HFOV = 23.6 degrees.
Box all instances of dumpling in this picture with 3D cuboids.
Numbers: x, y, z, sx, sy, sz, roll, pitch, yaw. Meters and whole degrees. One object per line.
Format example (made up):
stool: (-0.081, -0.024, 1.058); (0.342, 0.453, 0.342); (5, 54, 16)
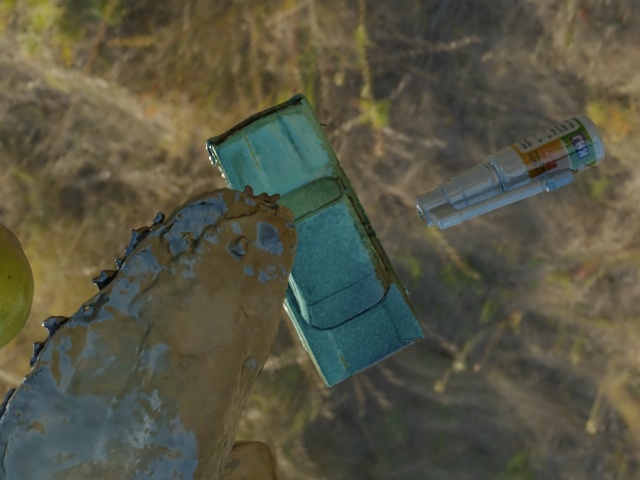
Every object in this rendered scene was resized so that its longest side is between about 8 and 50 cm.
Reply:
dumpling: (-0.099, 0.130, 0.834); (0.166, 0.332, 0.086); (7, -172, -43)

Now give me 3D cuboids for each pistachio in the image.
pistachio: (-0.146, 0.340, 2.064); (0.129, 0.206, 0.131); (30, 131, 52)

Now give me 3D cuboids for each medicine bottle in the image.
medicine bottle: (0.217, -0.069, 1.716); (0.092, 0.220, 0.061); (-133, 21, -64)

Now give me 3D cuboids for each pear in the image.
pear: (-0.470, 0.063, 2.047); (0.198, 0.198, 0.198); (19, 151, 11)

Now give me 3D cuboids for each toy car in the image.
toy car: (0.000, 0.000, 1.740); (0.321, 0.141, 0.097); (64, 174, -10)
